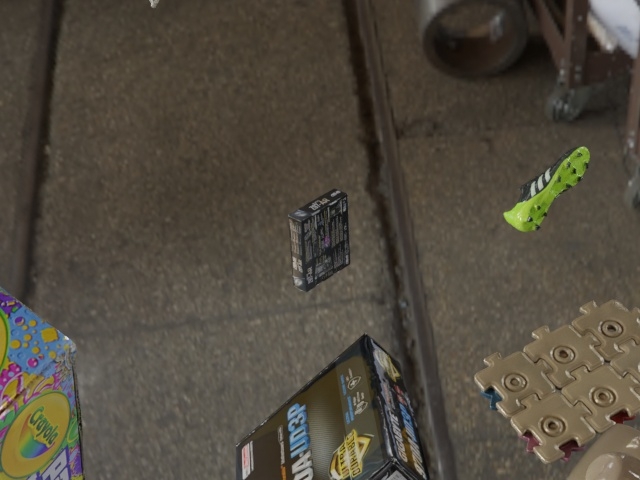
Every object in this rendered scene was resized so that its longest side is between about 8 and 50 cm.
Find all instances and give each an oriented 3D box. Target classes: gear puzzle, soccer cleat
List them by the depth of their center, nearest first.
[{"bbox_3d":[0.374,0.164,1.565,0.339,0.044,0.175,-26,50,-18],"label":"gear puzzle"},{"bbox_3d":[0.371,-0.091,1.982,0.179,0.060,0.072,-48,37,-8],"label":"soccer cleat"}]

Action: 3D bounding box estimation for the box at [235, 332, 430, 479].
[{"bbox_3d":[0.004,0.197,1.037,0.175,0.051,0.220,-42,19,14],"label":"box"}]

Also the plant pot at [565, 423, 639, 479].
[{"bbox_3d":[0.316,0.352,1.196,0.191,0.284,0.284,-37,52,-7],"label":"plant pot"}]

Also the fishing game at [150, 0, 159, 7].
[{"bbox_3d":[-0.024,-0.256,0.664,0.189,0.041,0.264,-4,66,59],"label":"fishing game"}]

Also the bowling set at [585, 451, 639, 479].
[{"bbox_3d":[0.341,0.134,0.818,0.287,0.154,0.200,-52,24,-3],"label":"bowling set"}]

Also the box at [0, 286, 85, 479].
[{"bbox_3d":[-0.260,0.093,0.527,0.279,0.290,0.177,33,57,15],"label":"box"}]

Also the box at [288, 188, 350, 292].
[{"bbox_3d":[0.000,0.000,1.172,0.018,0.083,0.067,25,42,37],"label":"box"}]
